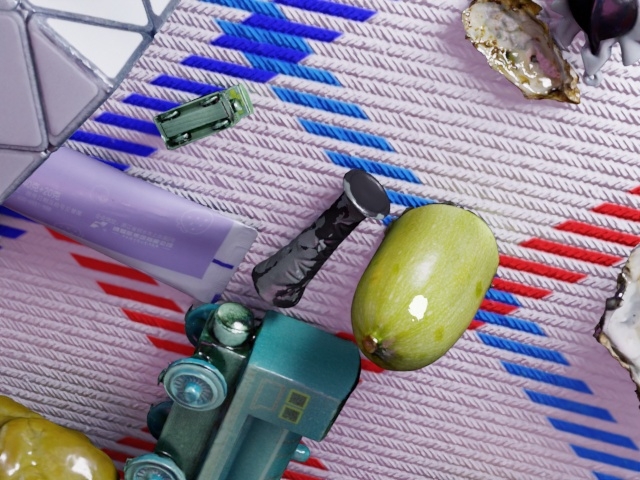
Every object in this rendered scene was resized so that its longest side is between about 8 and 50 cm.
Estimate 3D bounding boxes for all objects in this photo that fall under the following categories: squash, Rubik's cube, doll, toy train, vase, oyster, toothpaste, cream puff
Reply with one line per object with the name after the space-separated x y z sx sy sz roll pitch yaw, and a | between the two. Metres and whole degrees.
0.090 0.052 1.547 0.123 0.187 0.123 12 124 18 | squash
-0.277 -0.195 1.477 0.207 0.205 0.205 42 128 -14 | Rubik's cube
0.244 -0.216 1.366 0.096 0.070 0.195 23 124 22 | doll
-0.090 0.198 1.760 0.194 0.120 0.298 22 129 -3 | toy train
0.000 0.000 1.617 0.059 0.059 0.167 37 128 -9 | vase
-0.111 -0.120 1.569 0.093 0.056 0.038 -19 100 29 | toy train
0.370 0.070 1.524 0.223 0.083 0.214 -16 121 22 | oyster
-0.253 -0.044 1.668 0.371 0.080 0.125 26 130 -7 | toothpaste
-0.358 0.328 1.813 0.323 0.270 0.274 28 133 35 | cream puff
0.178 -0.168 1.449 0.086 0.029 0.132 -4 126 29 | oyster
